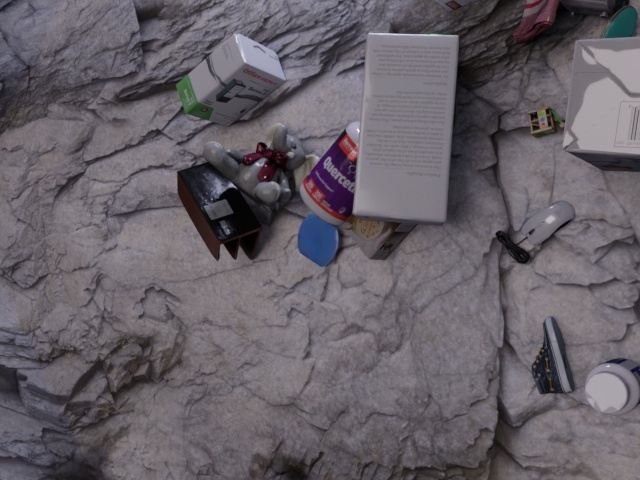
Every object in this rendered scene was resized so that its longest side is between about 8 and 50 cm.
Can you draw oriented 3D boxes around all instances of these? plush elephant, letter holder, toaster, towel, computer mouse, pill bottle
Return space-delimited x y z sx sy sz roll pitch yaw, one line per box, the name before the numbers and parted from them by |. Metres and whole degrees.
plush elephant | -0.146 -0.241 1.995 0.272 0.330 0.255 35 84 19
letter holder | -0.338 -0.073 2.116 0.302 0.152 0.214 56 151 24
toaster | 0.649 -0.635 1.515 0.146 0.129 0.227 17 99 37
towel | 0.546 -0.652 1.540 0.037 0.237 0.329 14 96 -1
computer mouse | 0.534 -0.031 1.606 0.193 0.042 0.106 -42 63 26
pill bottle | 0.097 -0.208 1.846 0.323 0.181 0.181 -50 61 22
pill bottle | 0.642 0.320 1.415 0.112 0.186 0.112 -3 85 36

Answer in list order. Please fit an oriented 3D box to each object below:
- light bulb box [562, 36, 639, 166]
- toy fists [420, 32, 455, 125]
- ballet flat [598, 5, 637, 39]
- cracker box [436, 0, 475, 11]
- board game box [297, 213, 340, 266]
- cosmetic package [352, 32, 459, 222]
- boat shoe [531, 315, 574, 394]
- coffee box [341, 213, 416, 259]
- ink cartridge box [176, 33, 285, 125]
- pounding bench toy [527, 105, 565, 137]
light bulb box | 0.719 -0.254 1.295 0.358 0.361 0.225 10 94 36
toy fists | 0.295 -0.430 1.774 0.142 0.096 0.279 0 87 20
ballet flat | 0.666 -0.443 1.520 0.068 0.072 0.213 -115 42 -71
cracker box | 0.401 -0.686 1.678 0.232 0.155 0.067 -11 81 35
board game box | 0.000 0.000 1.994 0.168 0.033 0.133 32 110 38
cosmetic package | 0.217 -0.273 1.638 0.230 0.161 0.453 5 88 9
boat shoe | 0.544 0.279 1.562 0.083 0.065 0.183 -17 78 32
coffee box | 0.196 -0.079 1.816 0.246 0.098 0.141 -49 62 23
ink cartridge box | -0.292 -0.518 2.127 0.289 0.211 0.122 -31 69 30
pounding bench toy | 0.561 -0.299 1.599 0.083 0.052 0.065 -12 80 34
